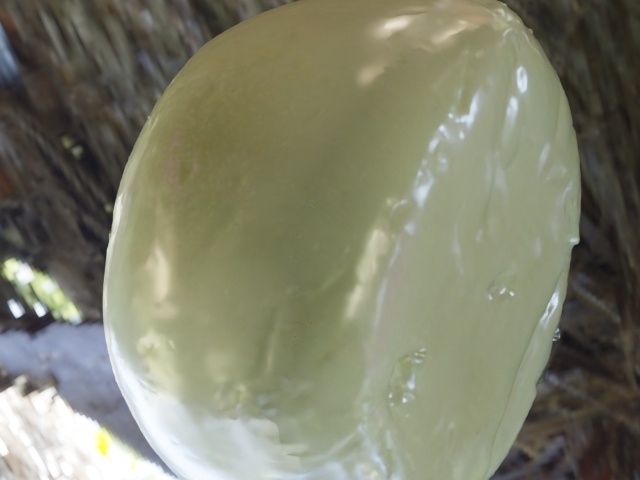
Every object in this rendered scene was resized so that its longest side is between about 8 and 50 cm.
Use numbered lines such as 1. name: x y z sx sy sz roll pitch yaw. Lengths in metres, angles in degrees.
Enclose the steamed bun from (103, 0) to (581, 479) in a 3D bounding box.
1. steamed bun: 0.000 0.000 0.974 0.233 0.312 0.334 12 -123 29
